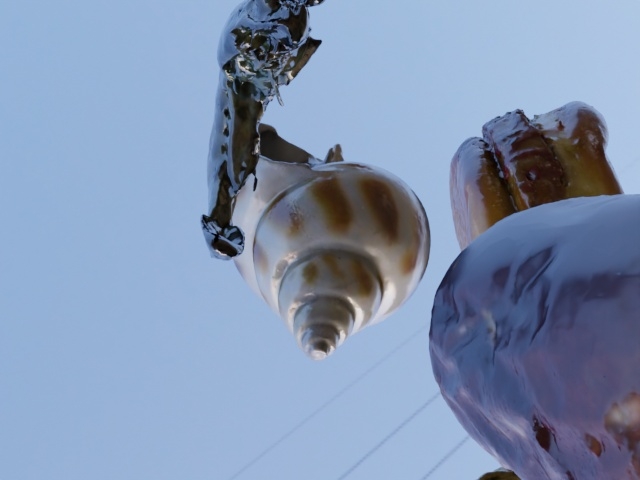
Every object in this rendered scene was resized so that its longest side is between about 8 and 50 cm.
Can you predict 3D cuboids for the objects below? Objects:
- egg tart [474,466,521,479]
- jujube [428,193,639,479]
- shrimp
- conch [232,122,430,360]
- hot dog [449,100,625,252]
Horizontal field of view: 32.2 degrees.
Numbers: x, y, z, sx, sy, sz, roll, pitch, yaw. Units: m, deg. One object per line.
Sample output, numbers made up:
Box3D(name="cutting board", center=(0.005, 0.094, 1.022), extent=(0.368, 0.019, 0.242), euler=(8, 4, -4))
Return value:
Box3D(name="egg tart", center=(0.245, 0.334, 1.095), extent=(0.288, 0.118, 0.288), euler=(3, -138, -3))
Box3D(name="jujube", center=(0.191, 0.062, 0.582), extent=(0.223, 0.318, 0.223), euler=(-2, -85, -28))
Box3D(name="shrimp", center=(-0.038, -0.062, 0.590), extent=(0.051, 0.217, 0.150), euler=(13, -97, -9))
Box3D(name="conch", center=(0.000, 0.001, 0.919), extent=(0.183, 0.275, 0.148), euler=(11, -78, -7))
Box3D(name="hot dog", center=(0.255, -0.049, 1.322), extent=(0.405, 0.185, 0.223), euler=(-76, -22, -80))
